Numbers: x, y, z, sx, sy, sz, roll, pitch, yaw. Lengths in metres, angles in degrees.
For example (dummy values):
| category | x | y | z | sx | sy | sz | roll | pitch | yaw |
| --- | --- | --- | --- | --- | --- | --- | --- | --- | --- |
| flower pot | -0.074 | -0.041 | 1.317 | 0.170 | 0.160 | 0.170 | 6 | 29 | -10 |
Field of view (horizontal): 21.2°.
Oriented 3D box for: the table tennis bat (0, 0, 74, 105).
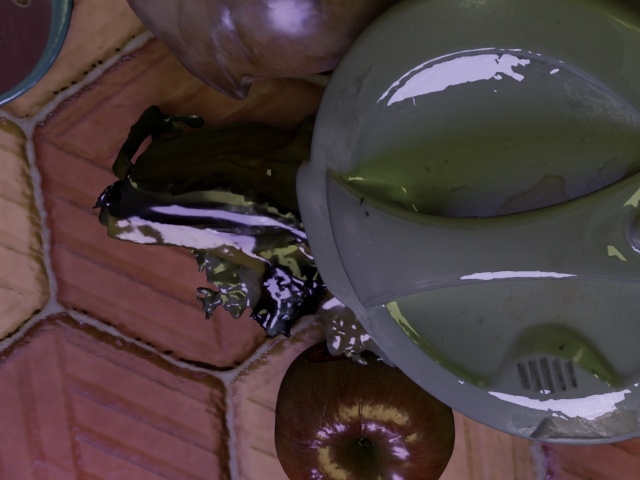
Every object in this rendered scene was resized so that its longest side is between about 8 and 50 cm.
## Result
| category | x | y | z | sx | sy | sz | roll | pitch | yaw |
| --- | --- | --- | --- | --- | --- | --- | --- | --- | --- |
| table tennis bat | -0.212 | -0.190 | 1.121 | 0.153 | 0.040 | 0.244 | 42 | 109 | -10 |

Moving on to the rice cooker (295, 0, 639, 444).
| category | x | y | z | sx | sy | sz | roll | pitch | yaw |
| --- | --- | --- | --- | --- | --- | --- | --- | --- | --- |
| rice cooker | 0.152 | -0.047 | 0.967 | 0.288 | 0.277 | 0.288 | 16 | 121 | 29 |

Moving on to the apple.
| category | x | y | z | sx | sy | sz | roll | pitch | yaw |
| --- | --- | --- | --- | --- | --- | --- | --- | --- | --- |
| apple | 0.030 | 0.128 | 1.175 | 0.126 | 0.102 | 0.126 | 1 | 109 | 3 |

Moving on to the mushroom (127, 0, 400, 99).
| category | x | y | z | sx | sy | sz | roll | pitch | yaw |
| --- | --- | --- | --- | --- | --- | --- | --- | --- | --- |
| mushroom | -0.025 | -0.209 | 1.027 | 0.255 | 0.184 | 0.255 | 3 | 95 | 31 |

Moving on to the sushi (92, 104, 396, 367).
| category | x | y | z | sx | sy | sz | roll | pitch | yaw |
| --- | --- | --- | --- | --- | --- | --- | --- | --- | --- |
| sushi | 0.002 | -0.006 | 1.134 | 0.291 | 0.139 | 0.131 | 16 | 123 | 1 |
